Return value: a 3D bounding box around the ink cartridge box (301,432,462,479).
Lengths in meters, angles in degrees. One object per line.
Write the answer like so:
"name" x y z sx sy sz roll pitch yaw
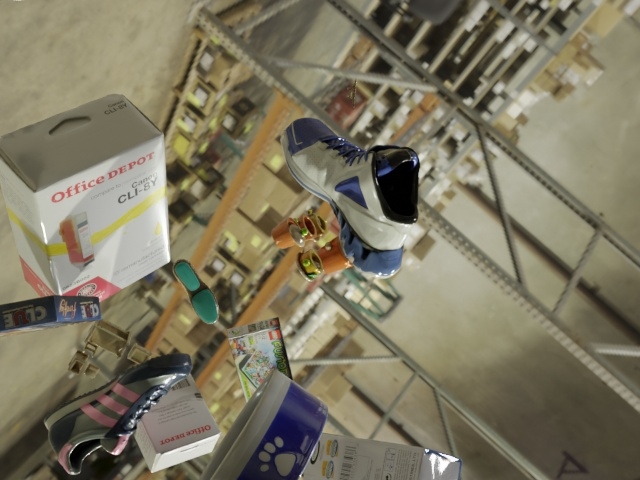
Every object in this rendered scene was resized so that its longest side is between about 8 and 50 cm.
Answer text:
"ink cartridge box" 0.088 0.570 1.619 0.395 0.151 0.270 -6 -117 44

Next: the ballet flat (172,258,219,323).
"ballet flat" -0.344 0.136 2.078 0.073 0.206 0.067 -26 -164 -6

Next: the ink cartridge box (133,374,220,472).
"ink cartridge box" -0.327 0.370 1.588 0.148 0.203 0.086 -11 142 -35

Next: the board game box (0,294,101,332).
"board game box" -0.496 0.128 1.179 0.243 0.042 0.165 -10 174 6

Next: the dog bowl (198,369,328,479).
"dog bowl" -0.100 0.337 1.142 0.265 0.104 0.265 -56 -179 2

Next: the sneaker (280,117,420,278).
"sneaker" 0.073 -0.113 1.228 0.127 0.315 0.182 -11 146 -37

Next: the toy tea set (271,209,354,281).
"toy tea set" 0.000 0.000 2.033 0.124 0.200 0.336 -27 176 20

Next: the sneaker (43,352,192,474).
"sneaker" -0.369 0.331 1.423 0.319 0.131 0.112 -30 154 8

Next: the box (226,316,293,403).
"box" -0.123 0.267 1.602 0.114 0.207 0.036 -14 -149 -4

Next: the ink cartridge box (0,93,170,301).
"ink cartridge box" -0.462 -0.062 1.498 0.279 0.160 0.385 -32 150 -32

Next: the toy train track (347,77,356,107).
"toy train track" 0.052 -0.249 1.246 0.083 0.014 0.048 -78 172 -69

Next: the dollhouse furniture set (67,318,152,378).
"dollhouse furniture set" -0.603 0.332 2.145 0.161 0.182 0.101 -56 -164 9
